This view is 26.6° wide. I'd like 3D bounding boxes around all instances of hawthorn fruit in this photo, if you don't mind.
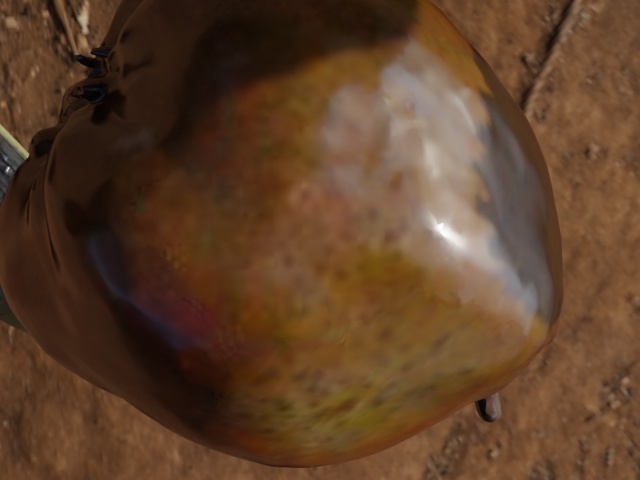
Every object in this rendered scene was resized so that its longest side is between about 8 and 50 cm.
[{"bbox_3d":[0.000,0.000,0.560,0.248,0.208,0.208,34,104,-25],"label":"hawthorn fruit"}]

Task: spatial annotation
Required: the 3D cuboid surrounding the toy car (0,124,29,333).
[{"bbox_3d":[-0.260,-0.030,0.952,0.256,0.101,0.124,47,128,-10],"label":"toy car"}]
